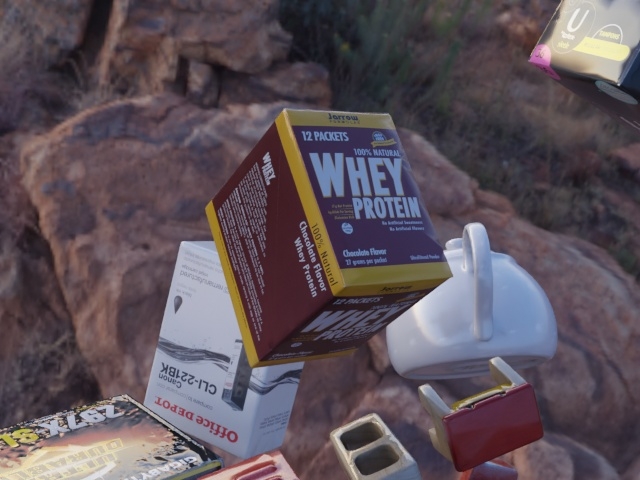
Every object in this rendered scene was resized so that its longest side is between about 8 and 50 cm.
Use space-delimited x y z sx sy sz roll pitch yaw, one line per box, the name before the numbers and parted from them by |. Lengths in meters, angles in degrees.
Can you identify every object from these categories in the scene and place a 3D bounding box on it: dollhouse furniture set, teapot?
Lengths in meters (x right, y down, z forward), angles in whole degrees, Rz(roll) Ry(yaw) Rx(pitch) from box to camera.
dollhouse furniture set | 0.068 0.293 0.935 0.374 0.201 0.152 -20 19 -10
teapot | 0.204 0.087 1.309 0.252 0.256 0.187 9 70 -43

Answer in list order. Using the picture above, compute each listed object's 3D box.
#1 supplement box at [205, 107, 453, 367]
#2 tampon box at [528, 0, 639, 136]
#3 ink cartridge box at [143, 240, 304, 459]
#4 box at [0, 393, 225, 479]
supplement box | 0.000 0.000 0.948 0.129 0.194 0.191 -3 63 -34
tampon box | 0.272 -0.138 0.734 0.161 0.101 0.120 25 7 -26
ink cartridge box | -0.130 0.156 1.385 0.197 0.273 0.114 18 9 26
box | -0.317 0.296 1.132 0.322 0.079 0.257 -11 17 -37
